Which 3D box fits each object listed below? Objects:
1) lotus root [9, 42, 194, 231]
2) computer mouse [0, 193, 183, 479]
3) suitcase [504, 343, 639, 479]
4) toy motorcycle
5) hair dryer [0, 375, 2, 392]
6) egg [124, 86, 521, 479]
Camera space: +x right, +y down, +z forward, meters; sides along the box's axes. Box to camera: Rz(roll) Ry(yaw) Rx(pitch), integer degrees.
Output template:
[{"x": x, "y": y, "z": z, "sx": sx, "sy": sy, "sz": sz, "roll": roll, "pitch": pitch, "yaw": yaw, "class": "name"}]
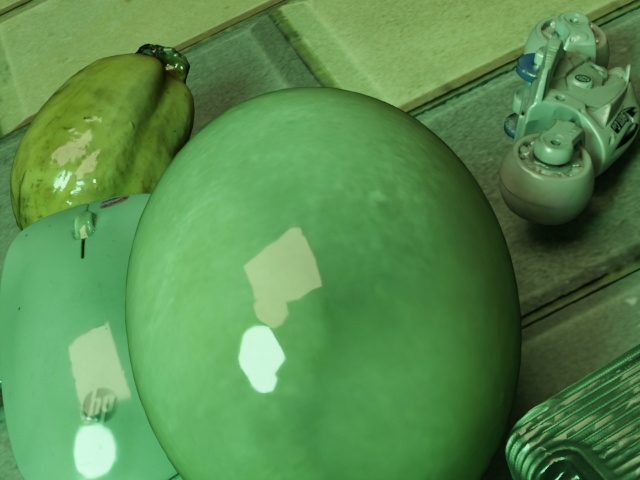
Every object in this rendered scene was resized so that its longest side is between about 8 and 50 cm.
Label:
[{"x": -0.187, "y": -0.060, "z": 1.284, "sx": 0.140, "sy": 0.154, "sz": 0.257, "roll": -6, "pitch": 48, "yaw": 38, "class": "lotus root"}, {"x": -0.162, "y": 0.073, "z": 1.077, "sx": 0.159, "sy": 0.097, "sz": 0.288, "roll": -15, "pitch": 56, "yaw": 3, "class": "computer mouse"}, {"x": 0.271, "y": 0.119, "z": 0.792, "sx": 0.312, "sy": 0.128, "sz": 0.202, "roll": -29, "pitch": 34, "yaw": -7, "class": "suitcase"}, {"x": 0.205, "y": -0.101, "z": 1.175, "sx": 0.112, "sy": 0.112, "sz": 0.254, "roll": -9, "pitch": 35, "yaw": 21, "class": "toy motorcycle"}, {"x": -0.270, "y": 0.153, "z": 1.123, "sx": 0.298, "sy": 0.119, "sz": 0.296, "roll": -3, "pitch": 44, "yaw": 7, "class": "hair dryer"}, {"x": 0.001, "y": 0.043, "z": 0.944, "sx": 0.258, "sy": 0.258, "sz": 0.352, "roll": -19, "pitch": 42, "yaw": 8, "class": "egg"}]
